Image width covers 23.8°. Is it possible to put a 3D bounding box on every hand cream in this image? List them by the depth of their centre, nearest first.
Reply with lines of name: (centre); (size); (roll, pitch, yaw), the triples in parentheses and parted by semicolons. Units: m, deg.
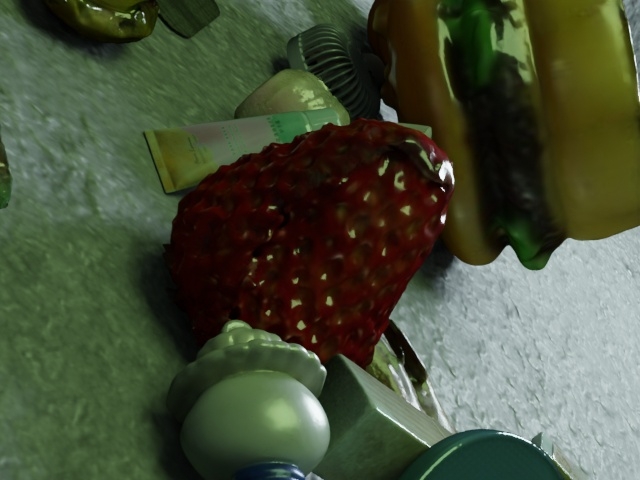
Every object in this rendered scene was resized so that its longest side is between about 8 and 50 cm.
hand cream: (-0.067, -0.085, 1.382); (0.174, 0.047, 0.076); (-10, 54, -18)

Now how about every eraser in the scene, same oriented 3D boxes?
eraser: (0.259, 0.246, 1.631); (0.083, 0.019, 0.038); (47, 24, -11)

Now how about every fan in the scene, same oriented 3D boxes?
fan: (0.031, -0.189, 1.796); (0.130, 0.074, 0.244); (64, 17, 3)

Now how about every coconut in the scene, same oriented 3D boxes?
coconut: (-0.020, -0.105, 1.510); (0.124, 0.110, 0.110); (50, 22, 2)

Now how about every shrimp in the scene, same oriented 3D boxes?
shrimp: (0.060, 0.121, 1.385); (0.249, 0.068, 0.150); (57, 15, -10)

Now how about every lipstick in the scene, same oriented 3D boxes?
lipstick: (0.112, 0.216, 1.264); (0.371, 0.076, 0.080); (40, 10, -39)

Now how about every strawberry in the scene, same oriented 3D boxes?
strawberry: (0.000, 0.000, 1.214); (0.205, 0.244, 0.205); (40, 28, -26)

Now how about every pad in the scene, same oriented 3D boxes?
pad: (-0.170, -0.366, 1.689); (0.250, 0.055, 0.323); (48, 40, -7)

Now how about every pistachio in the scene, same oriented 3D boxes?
pistachio: (-0.203, -0.209, 1.398); (0.089, 0.049, 0.173); (32, 19, 19)

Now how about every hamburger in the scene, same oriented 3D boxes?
hamburger: (0.212, -0.156, 1.731); (0.396, 0.277, 0.396); (-11, 90, -83)

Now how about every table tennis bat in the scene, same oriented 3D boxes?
table tennis bat: (0.153, 0.258, 1.208); (0.329, 0.044, 0.215); (7, 87, -43)

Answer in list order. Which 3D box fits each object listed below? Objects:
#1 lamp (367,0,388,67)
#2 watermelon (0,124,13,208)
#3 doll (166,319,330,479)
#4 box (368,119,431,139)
lamp: (0.172, -0.278, 2.025); (0.223, 0.197, 0.223); (10, 19, -4)
watermelon: (-0.278, -0.095, 1.044); (0.180, 0.094, 0.081); (57, 14, -29)
doll: (-0.037, 0.177, 1.058); (0.138, 0.119, 0.293); (-4, 52, -15)
box: (0.054, -0.028, 1.492); (0.194, 0.073, 0.139); (-49, 144, -67)
